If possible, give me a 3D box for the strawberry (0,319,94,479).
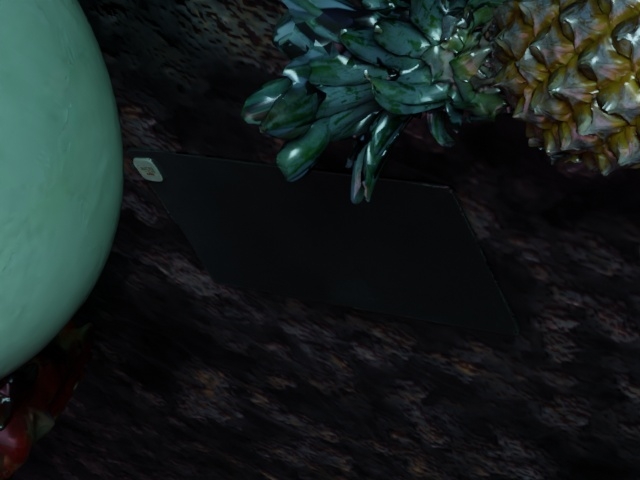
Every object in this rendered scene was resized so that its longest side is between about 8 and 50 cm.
[{"bbox_3d":[-0.282,0.089,0.972,0.257,0.261,0.261,41,151,1],"label":"strawberry"}]

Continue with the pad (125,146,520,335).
[{"bbox_3d":[0.000,0.000,0.835,0.193,0.004,0.116,8,146,32],"label":"pad"}]

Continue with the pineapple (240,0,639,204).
[{"bbox_3d":[0.076,-0.059,0.568,0.221,0.103,0.083,2,142,39],"label":"pineapple"}]

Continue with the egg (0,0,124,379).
[{"bbox_3d":[-0.260,-0.075,0.660,0.389,0.276,0.276,28,152,-3],"label":"egg"}]
